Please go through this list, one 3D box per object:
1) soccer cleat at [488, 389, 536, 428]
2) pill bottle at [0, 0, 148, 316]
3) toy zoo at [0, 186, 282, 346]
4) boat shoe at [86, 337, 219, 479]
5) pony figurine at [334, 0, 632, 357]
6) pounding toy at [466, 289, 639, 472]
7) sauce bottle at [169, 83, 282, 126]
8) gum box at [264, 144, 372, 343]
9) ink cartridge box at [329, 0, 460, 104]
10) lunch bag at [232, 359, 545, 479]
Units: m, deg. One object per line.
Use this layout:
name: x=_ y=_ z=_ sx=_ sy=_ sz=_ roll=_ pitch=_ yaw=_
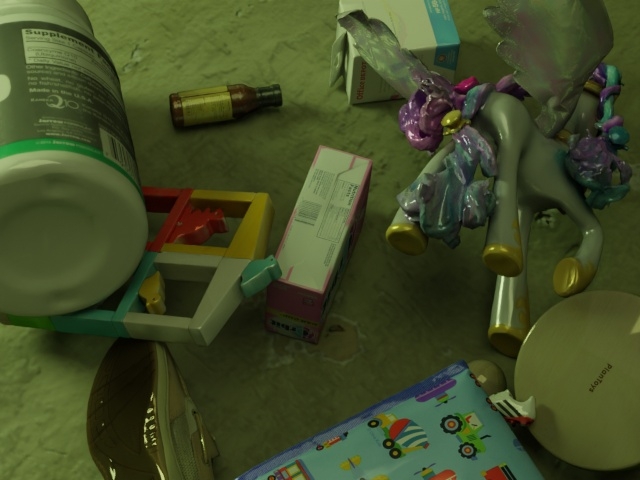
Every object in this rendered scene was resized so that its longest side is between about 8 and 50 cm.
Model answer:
soccer cleat: x=0.176 y=0.165 z=1.738 sx=0.083 sy=0.029 sz=0.035 roll=9 pitch=75 yaw=18
pill bottle: x=-0.301 y=-0.107 z=1.802 sx=0.204 sy=0.204 sz=0.361 roll=-9 pitch=41 yaw=-9
toy zoo: x=-0.172 y=0.021 z=1.792 sx=0.293 sy=0.030 sz=0.192 roll=4 pitch=47 yaw=24
boat shoe: x=-0.155 y=0.211 z=1.709 sx=0.109 sy=0.098 sz=0.302 roll=-41 pitch=40 yaw=22
pony figurine: x=0.193 y=-0.115 z=1.834 sx=0.351 sy=0.303 sz=0.363 roll=43 pitch=51 yaw=-29
pounding toy: x=0.276 y=0.160 z=1.776 sx=0.237 sy=0.110 sz=0.183 roll=-28 pitch=71 yaw=13
sauce bottle: x=-0.107 y=-0.156 z=1.977 sx=0.128 sy=0.042 sz=0.042 roll=-7 pitch=58 yaw=-8
gum box: x=0.000 y=0.000 z=1.843 sx=0.062 sy=0.107 sz=0.188 roll=17 pitch=58 yaw=7
ink cartridge box: x=0.078 y=-0.224 z=2.000 sx=0.143 sy=0.092 sz=0.090 roll=-7 pitch=58 yaw=-8
lunch bag: x=0.060 y=0.277 z=1.625 sx=0.293 sy=0.138 sz=0.221 roll=-19 pitch=60 yaw=-26
